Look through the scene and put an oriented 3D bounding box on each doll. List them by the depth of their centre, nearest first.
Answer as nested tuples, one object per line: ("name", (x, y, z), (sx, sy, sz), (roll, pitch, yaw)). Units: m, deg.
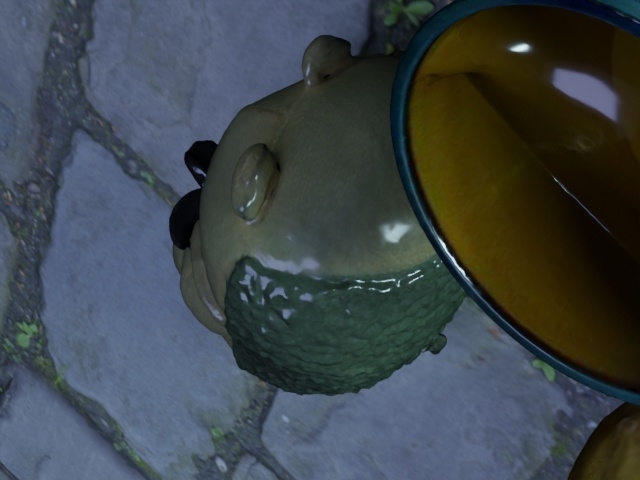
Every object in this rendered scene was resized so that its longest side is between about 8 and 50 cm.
("doll", (0.000, 0.000, 1.335), (0.247, 0.247, 0.349), (39, 161, 14))

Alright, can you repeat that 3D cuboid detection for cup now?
("cup", (0.203, -0.118, 0.912), (0.242, 0.292, 0.308), (-14, 112, 54))

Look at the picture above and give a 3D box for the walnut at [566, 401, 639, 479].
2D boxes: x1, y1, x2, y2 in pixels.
("walnut", (0.284, 0.231, 1.264), (0.203, 0.203, 0.297), (9, 133, 45))
